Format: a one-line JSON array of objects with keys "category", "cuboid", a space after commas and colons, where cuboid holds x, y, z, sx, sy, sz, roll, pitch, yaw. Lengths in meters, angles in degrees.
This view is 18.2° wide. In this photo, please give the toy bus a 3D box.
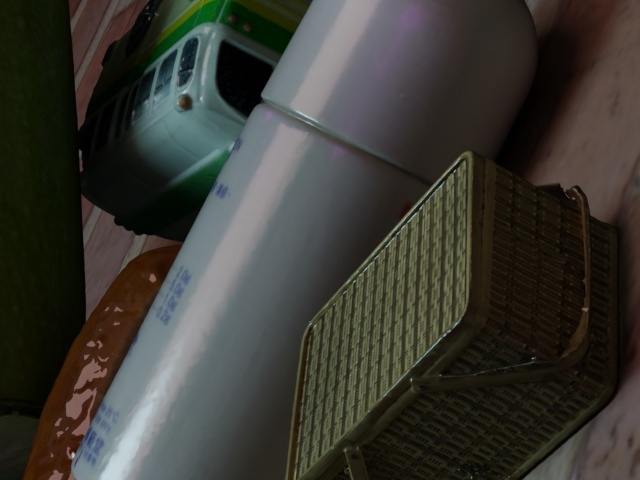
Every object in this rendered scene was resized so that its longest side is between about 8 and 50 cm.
[{"category": "toy bus", "cuboid": [-0.075, -0.096, 1.399, 0.276, 0.134, 0.164, -29, 37, 61]}]

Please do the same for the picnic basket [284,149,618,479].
[{"category": "picnic basket", "cuboid": [0.058, 0.052, 0.899, 0.164, 0.079, 0.115, -49, 22, 38]}]

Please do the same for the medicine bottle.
[{"category": "medicine bottle", "cuboid": [0.000, 0.000, 1.056, 0.341, 0.130, 0.130, -63, 17, 1]}]

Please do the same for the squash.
[{"category": "squash", "cuboid": [-0.291, -0.020, 1.358, 0.263, 0.263, 0.384, -39, 52, 53]}]

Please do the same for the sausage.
[{"category": "sausage", "cuboid": [-0.110, 0.120, 1.207, 0.133, 0.133, 0.258, -29, 39, 61]}]
